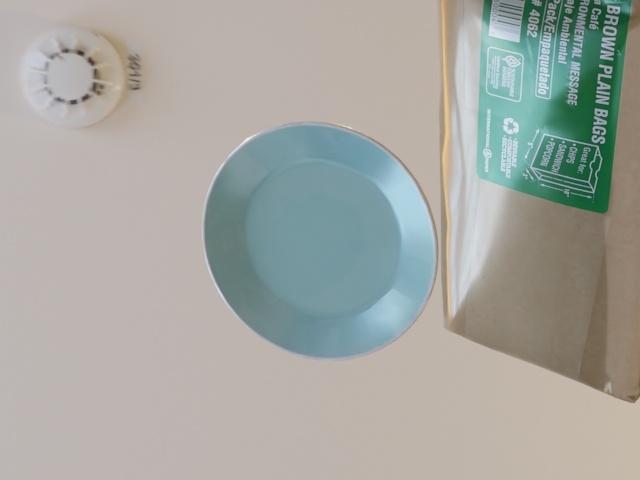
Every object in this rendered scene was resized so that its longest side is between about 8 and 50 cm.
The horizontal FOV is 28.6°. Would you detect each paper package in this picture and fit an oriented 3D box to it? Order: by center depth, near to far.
[{"bbox_3d":[0.220,-0.106,0.895,0.168,0.309,0.325,16,-54,29],"label":"paper package"}]

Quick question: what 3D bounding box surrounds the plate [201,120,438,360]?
[{"bbox_3d":[0.000,0.000,0.951,0.188,0.024,0.188,5,-72,17],"label":"plate"}]
